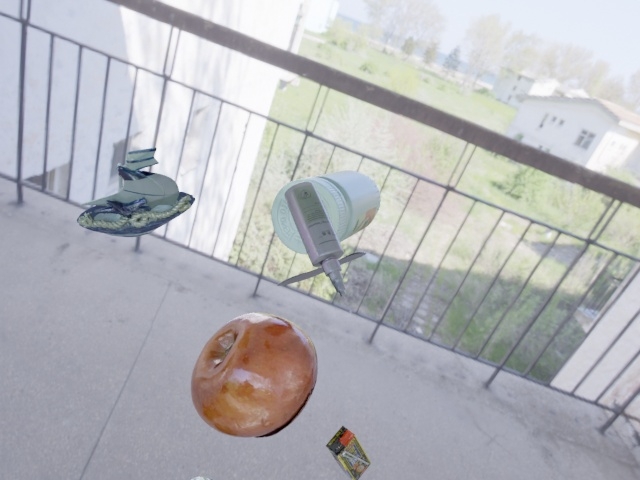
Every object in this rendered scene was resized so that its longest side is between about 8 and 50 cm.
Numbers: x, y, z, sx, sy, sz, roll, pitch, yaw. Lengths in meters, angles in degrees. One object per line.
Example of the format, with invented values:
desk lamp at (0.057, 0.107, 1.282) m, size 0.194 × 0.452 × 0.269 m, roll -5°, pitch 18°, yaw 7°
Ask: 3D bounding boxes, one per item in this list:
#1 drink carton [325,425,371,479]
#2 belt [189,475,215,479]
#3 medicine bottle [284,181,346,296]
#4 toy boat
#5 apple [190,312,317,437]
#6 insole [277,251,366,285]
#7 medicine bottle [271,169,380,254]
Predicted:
drink carton at (0.076, 0.559, 1.219) m, size 0.056 × 0.166 × 0.071 m, roll 22°, pitch 57°, yaw 41°
belt at (-0.293, 0.624, 1.076) m, size 0.082 × 0.148 × 0.163 m, roll 6°, pitch -24°, yaw 38°
medicine bottle at (0.000, 0.000, 0.757) m, size 0.057 × 0.057 × 0.199 m, roll -3°, pitch 62°, yaw -41°
toy boat at (-0.360, -0.075, 0.869) m, size 0.209 × 0.292 × 0.071 m, roll -23°, pitch 78°, yaw -5°
apple at (-0.143, 0.275, 0.986) m, size 0.206 × 0.271 × 0.252 m, roll 37°, pitch 43°, yaw -37°
insole at (0.000, 0.070, 1.127) m, size 0.086 × 0.253 × 0.005 m, roll 5°, pitch 66°, yaw -57°
medicine bottle at (0.030, -0.076, 1.071) m, size 0.158 × 0.158 × 0.318 m, roll 29°, pitch 22°, yaw 16°
